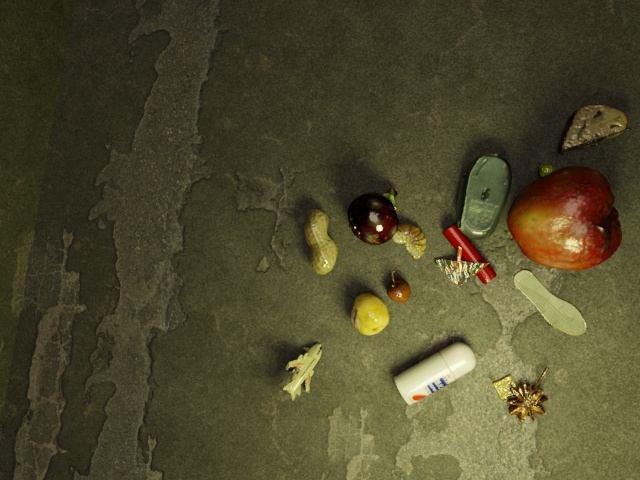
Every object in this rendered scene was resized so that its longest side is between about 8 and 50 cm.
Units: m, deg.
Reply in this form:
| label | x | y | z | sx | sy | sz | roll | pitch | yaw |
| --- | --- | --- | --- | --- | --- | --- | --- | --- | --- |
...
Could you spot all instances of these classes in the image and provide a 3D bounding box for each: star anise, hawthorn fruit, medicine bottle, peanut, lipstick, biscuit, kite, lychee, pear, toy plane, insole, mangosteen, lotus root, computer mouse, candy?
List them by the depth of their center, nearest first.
| label | x | y | z | sx | sy | sz | roll | pitch | yaw |
| --- | --- | --- | --- | --- | --- | --- | --- | --- | --- |
| hawthorn fruit | 0.904 | -0.070 | 1.600 | 0.403 | 0.403 | 0.402 | -1 | 86 | 10 |
| star anise | 0.857 | 0.634 | 1.694 | 0.234 | 0.073 | 0.177 | -33 | 99 | 8 |
| lotus root | 1.105 | -0.465 | 1.722 | 0.261 | 0.074 | 0.170 | -10 | 84 | 11 |
| insole | 0.947 | 0.259 | 1.737 | 0.119 | 0.009 | 0.348 | -45 | 81 | 5 |
| medicine bottle | 0.481 | 0.542 | 1.740 | 0.341 | 0.130 | 0.130 | -32 | 82 | 6 |
| biscuit | 0.770 | 0.611 | 1.741 | 0.083 | 0.018 | 0.081 | -29 | 82 | 6 |
| candy | 0.929 | -0.225 | 1.756 | 0.062 | 0.058 | 0.193 | 7 | 98 | -21 |
| computer mouse | 0.678 | -0.180 | 1.759 | 0.203 | 0.114 | 0.373 | 19 | 82 | 13 |
| kite | 0.591 | 0.115 | 1.772 | 0.232 | 0.009 | 0.189 | 6 | 112 | 33 |
| lipstick | 0.628 | 0.056 | 1.773 | 0.073 | 0.073 | 0.279 | -38 | 83 | 6 |
| mangosteen | 0.248 | -0.119 | 1.787 | 0.231 | 0.231 | 0.289 | 41 | 72 | 10 |
| pear | 0.205 | 0.310 | 1.790 | 0.178 | 0.178 | 0.178 | -1 | 86 | 10 |
| lychee | 0.330 | 0.203 | 1.801 | 0.140 | 0.101 | 0.114 | 45 | 63 | -4 |
| biscuit | 0.388 | -0.015 | 1.826 | 0.183 | 0.061 | 0.118 | 42 | 93 | 10 |
| toy plane | -0.074 | 0.557 | 1.827 | 0.104 | 0.242 | 0.256 | 4 | 50 | 30 |
| peanut | 0.000 | 0.000 | 1.865 | 0.136 | 0.120 | 0.298 | -12 | 83 | -15 |
